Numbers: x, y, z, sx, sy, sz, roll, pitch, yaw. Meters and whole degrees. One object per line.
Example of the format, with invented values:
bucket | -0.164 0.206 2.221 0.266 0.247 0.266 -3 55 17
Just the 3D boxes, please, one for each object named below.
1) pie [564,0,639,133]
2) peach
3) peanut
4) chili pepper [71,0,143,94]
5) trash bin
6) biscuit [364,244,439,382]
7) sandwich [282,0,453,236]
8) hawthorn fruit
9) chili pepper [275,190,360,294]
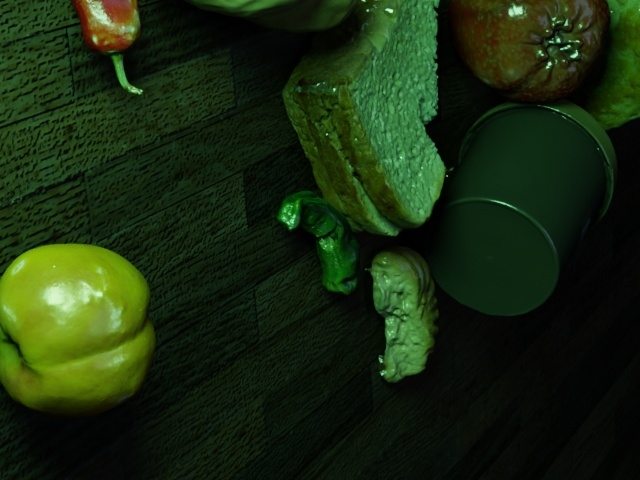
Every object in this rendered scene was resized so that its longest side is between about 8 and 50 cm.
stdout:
pie | 0.360 -0.315 1.913 0.078 0.296 0.371 -27 115 -43
peach | -0.192 0.067 1.094 0.138 0.138 0.138 -17 109 -60
peanut | -0.053 -0.260 1.280 0.319 0.147 0.147 11 84 -63
chili pepper | -0.182 -0.210 1.149 0.059 0.050 0.191 -23 102 -56
trash bin | 0.267 -0.062 1.838 0.334 0.214 0.214 -53 139 -48
biscuit | 0.111 0.080 1.738 0.118 0.061 0.183 -50 136 -49
sandwich | 0.075 -0.169 1.587 0.254 0.099 0.288 58 45 -40
hawthorn fruit | 0.259 -0.286 1.828 0.205 0.253 0.205 -6 112 -16
chili pepper | 0.001 -0.006 1.528 0.182 0.050 0.073 48 60 -51
